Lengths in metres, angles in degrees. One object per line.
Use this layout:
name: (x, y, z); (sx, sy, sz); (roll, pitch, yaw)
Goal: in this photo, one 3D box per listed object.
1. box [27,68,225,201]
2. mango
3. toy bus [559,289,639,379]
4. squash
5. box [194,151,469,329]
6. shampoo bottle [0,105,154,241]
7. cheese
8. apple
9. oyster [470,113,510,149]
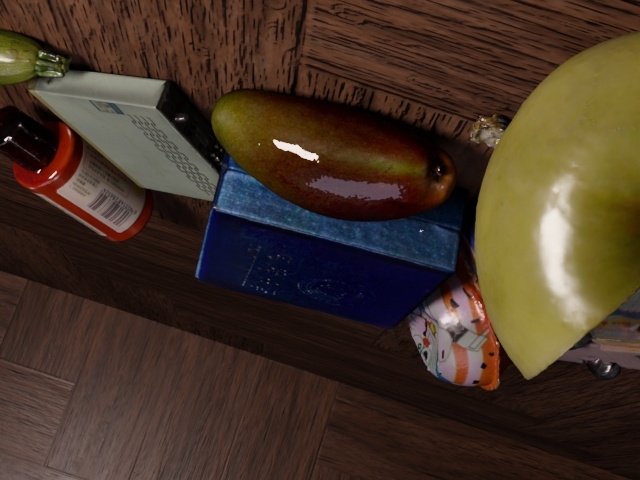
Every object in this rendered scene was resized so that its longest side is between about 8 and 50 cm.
box: (-0.206, -0.125, 1.143); (0.210, 0.045, 0.270); (10, 162, 25)
mango: (0.007, -0.083, 0.937); (0.267, 0.111, 0.133); (19, 176, 16)
toy bus: (0.382, 0.085, 1.045); (0.317, 0.138, 0.112); (2, 152, 48)
squash: (-0.399, -0.210, 1.035); (0.252, 0.066, 0.066); (10, 162, 22)
box: (0.000, 0.000, 1.122); (0.278, 0.116, 0.261); (15, 159, -6)
shampoo bottle: (-0.352, -0.096, 1.292); (0.104, 0.104, 0.278); (9, 162, 30)
cheese: (0.189, 0.075, 1.178); (0.129, 0.217, 0.329); (-19, 153, -10)
apple: (0.253, 0.000, 0.629); (0.291, 0.292, 0.254); (12, -174, 21)
oyster: (0.173, -0.096, 0.868); (0.083, 0.019, 0.054); (27, 163, -36)
